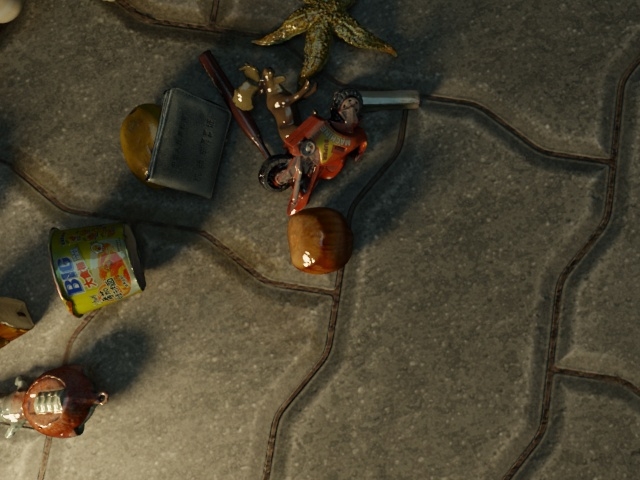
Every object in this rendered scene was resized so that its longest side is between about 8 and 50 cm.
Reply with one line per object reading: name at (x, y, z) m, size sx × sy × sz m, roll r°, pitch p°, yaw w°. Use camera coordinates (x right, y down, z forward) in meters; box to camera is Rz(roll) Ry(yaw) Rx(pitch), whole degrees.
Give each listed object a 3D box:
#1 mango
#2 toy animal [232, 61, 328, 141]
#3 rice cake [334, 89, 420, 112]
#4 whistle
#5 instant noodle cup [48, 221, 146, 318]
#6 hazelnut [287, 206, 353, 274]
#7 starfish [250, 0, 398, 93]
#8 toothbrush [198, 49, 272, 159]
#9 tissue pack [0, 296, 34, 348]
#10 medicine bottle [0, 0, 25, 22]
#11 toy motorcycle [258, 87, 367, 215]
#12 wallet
mango at (-0.382, -0.213, 1.278) m, size 0.138 × 0.098 × 0.195 m, roll -14°, pitch 86°, yaw 11°
toy animal at (-0.097, -0.317, 1.284) m, size 0.186 × 0.094 × 0.214 m, roll -13°, pitch 99°, yaw 23°
rice cake at (0.131, -0.329, 1.316) m, size 0.207 × 0.036 × 0.047 m, roll -2°, pitch 71°, yaw 1°
whistle at (-0.613, 0.350, 1.208) m, size 0.347 × 0.134 × 0.142 m, roll -7°, pitch 92°, yaw 8°
instant noodle cup at (-0.471, 0.054, 1.213) m, size 0.153 × 0.205 × 0.204 m, roll -13°, pitch 83°, yaw -11°
hazelnut at (0.000, 0.000, 1.240) m, size 0.151 × 0.150 × 0.150 m, roll 0°, pitch 83°, yaw 1°
starfish at (-0.005, -0.537, 1.329) m, size 0.347 × 0.078 × 0.357 m, roll -28°, pitch 83°, yaw 1°
toothbrush at (-0.179, -0.287, 1.314) m, size 0.041 × 0.041 × 0.363 m, roll -32°, pitch 85°, yaw -3°
tissue pack at (-0.759, 0.207, 1.196) m, size 0.226 × 0.183 × 0.091 m, roll -31°, pitch 82°, yaw -3°
medicine bottle at (-0.764, -0.694, 1.309) m, size 0.283 × 0.123 × 0.374 m, roll 11°, pitch 84°, yaw 26°
toy motorcycle at (0.000, -0.196, 1.248) m, size 0.298 × 0.171 × 0.089 m, roll -44°, pitch 48°, yaw -1°
wallet at (-0.291, -0.217, 1.258) m, size 0.167 × 0.036 × 0.221 m, roll 17°, pitch 81°, yaw -42°
